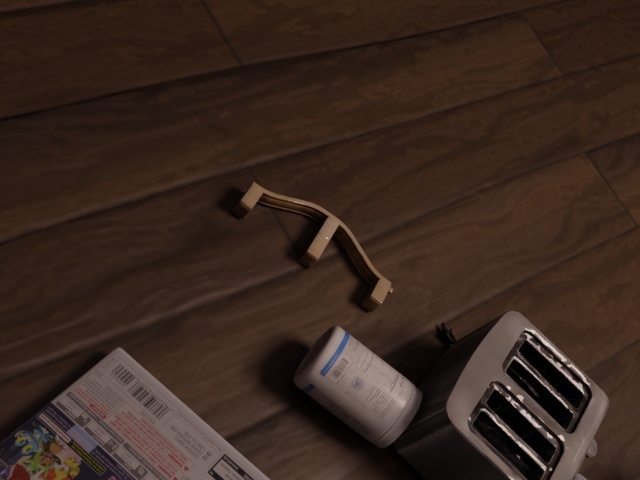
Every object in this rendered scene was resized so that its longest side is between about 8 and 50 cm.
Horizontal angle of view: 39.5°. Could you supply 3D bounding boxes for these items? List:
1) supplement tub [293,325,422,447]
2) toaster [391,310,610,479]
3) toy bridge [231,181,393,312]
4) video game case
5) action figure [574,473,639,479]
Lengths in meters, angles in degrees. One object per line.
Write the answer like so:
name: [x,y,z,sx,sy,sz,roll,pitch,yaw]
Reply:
supplement tub: [0.035,0.138,0.845,0.107,0.071,0.071,39,51,-5]
toaster: [0.174,0.177,0.875,0.186,0.110,0.168,44,50,1]
toy bridge: [0.000,0.000,0.935,0.188,0.026,0.063,36,50,-7]
video game case: [-0.154,0.204,0.707,0.201,0.023,0.183,39,49,10]
action figure: [0.361,0.325,0.806,0.248,0.276,0.370,24,67,-8]
